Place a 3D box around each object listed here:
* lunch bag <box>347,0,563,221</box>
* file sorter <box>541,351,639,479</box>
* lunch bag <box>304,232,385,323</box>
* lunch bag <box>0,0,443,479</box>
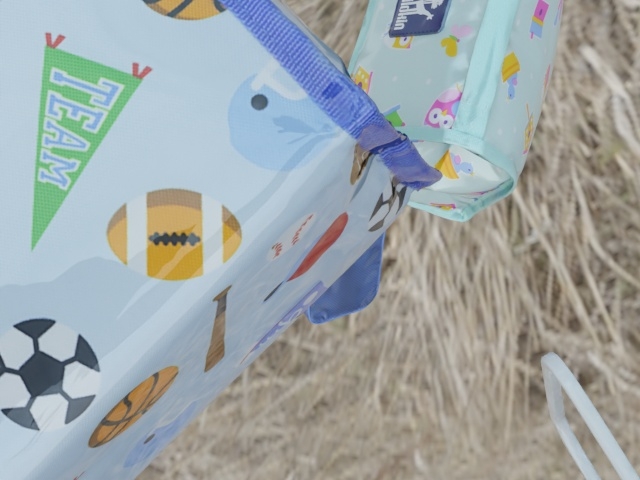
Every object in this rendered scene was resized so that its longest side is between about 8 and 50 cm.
[{"bbox_3d":[0.107,-0.149,1.334,0.160,0.262,0.223,18,80,-2],"label":"lunch bag"},{"bbox_3d":[0.257,0.071,0.748,0.278,0.193,0.173,-30,71,0],"label":"file sorter"},{"bbox_3d":[0.000,0.000,1.199,0.067,0.065,0.098,-15,125,-36],"label":"lunch bag"},{"bbox_3d":[-0.189,-0.064,0.830,0.328,0.239,0.385,-46,77,2],"label":"lunch bag"}]
